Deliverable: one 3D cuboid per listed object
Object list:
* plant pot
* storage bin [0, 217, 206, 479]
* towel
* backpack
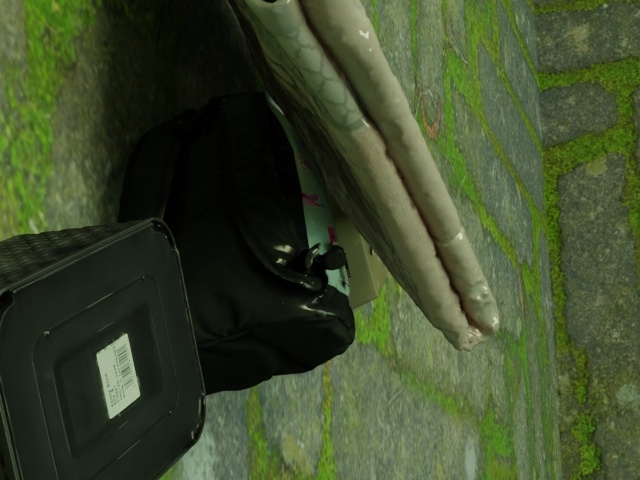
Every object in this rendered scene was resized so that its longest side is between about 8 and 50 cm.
[{"bbox_3d":[0.000,0.000,0.947,0.109,0.096,0.109,-66,144,-55],"label":"plant pot"},{"bbox_3d":[-0.132,0.067,0.565,0.180,0.084,0.122,-36,117,-68],"label":"storage bin"},{"bbox_3d":[-0.013,-0.120,0.784,0.332,0.053,0.317,59,0,44],"label":"towel"},{"bbox_3d":[-0.055,0.000,0.749,0.115,0.152,0.182,66,12,-54],"label":"backpack"}]
